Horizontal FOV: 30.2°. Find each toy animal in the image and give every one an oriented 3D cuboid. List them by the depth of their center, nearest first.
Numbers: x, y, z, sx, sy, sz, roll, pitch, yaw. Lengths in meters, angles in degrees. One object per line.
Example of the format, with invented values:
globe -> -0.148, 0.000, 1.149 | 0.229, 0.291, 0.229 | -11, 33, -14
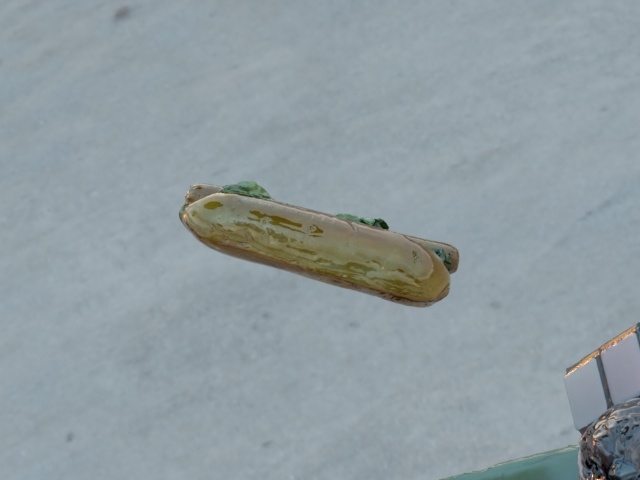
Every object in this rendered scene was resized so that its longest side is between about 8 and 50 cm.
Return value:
toy animal -> 0.217, 0.141, 0.762 | 0.098, 0.098, 0.137 | -2, 11, 32

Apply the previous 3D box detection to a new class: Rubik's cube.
Rubik's cube -> 0.424, 0.209, 1.425 | 0.183, 0.167, 0.180 | 4, 62, -22

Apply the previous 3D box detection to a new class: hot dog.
hot dog -> 0.000, 0.000, 1.040 | 0.250, 0.068, 0.100 | 16, 3, -9

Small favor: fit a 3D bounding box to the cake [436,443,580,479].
cake -> 0.116, 0.233, 1.040 | 0.284, 0.158, 0.172 | 16, 71, 13
